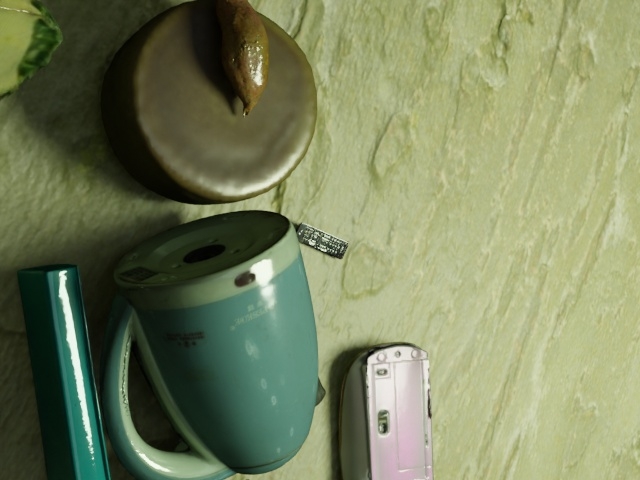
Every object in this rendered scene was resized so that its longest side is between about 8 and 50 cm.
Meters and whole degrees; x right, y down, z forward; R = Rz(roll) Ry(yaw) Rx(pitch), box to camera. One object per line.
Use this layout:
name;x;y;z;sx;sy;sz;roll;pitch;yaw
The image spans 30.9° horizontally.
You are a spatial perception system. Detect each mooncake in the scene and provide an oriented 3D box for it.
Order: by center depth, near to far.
mooncake;-0.155;-0.184;1.592;0.284;0.155;0.284;4;81;-30

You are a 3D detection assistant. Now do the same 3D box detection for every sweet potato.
sweet potato;-0.102;-0.275;1.508;0.068;0.068;0.226;-8;89;-31

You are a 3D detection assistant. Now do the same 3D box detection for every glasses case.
glasses case;-0.327;0.182;1.509;0.070;0.117;0.301;-8;94;-31

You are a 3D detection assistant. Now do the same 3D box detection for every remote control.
remote control;0.000;0.000;1.766;0.091;0.016;0.034;24;93;-28

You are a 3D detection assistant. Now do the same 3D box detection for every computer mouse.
computer mouse;0.109;0.312;1.795;0.158;0.072;0.310;-2;90;-30

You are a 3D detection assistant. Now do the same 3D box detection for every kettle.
kettle;-0.148;0.173;1.560;0.319;0.247;0.342;-22;111;-23

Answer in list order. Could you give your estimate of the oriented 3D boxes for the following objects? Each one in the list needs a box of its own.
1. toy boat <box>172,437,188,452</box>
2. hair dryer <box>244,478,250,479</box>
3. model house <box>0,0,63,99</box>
toy boat;-0.191;0.324;1.636;0.105;0.034;0.149;5;87;-33
hair dryer;-0.160;0.431;1.639;0.195;0.054;0.220;-19;138;3
model house;-0.511;-0.308;1.367;0.321;0.261;0.266;-1;64;-48
